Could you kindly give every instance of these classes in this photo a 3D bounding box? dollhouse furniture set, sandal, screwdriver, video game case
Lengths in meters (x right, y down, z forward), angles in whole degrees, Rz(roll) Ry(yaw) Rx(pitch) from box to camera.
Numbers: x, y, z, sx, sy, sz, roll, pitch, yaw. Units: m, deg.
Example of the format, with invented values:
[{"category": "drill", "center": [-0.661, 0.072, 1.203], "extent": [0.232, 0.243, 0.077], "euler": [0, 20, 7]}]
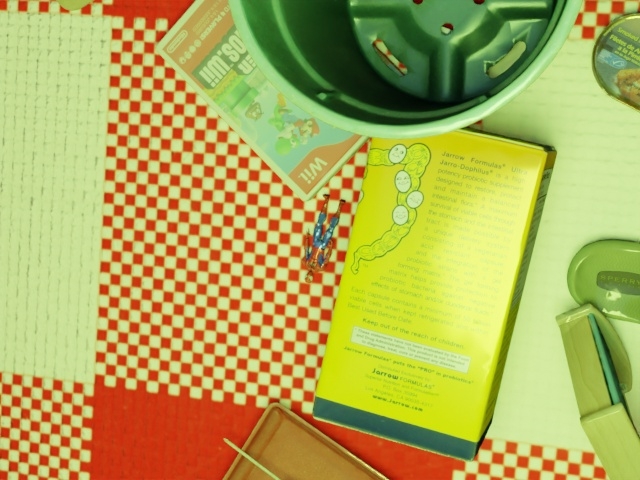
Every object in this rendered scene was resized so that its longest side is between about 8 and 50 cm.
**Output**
[{"category": "dollhouse furniture set", "center": [0.456, 0.170, 1.272], "extent": [0.303, 0.198, 0.286], "euler": [-23, 117, 16]}, {"category": "sandal", "center": [0.437, 0.063, 1.322], "extent": [0.303, 0.086, 0.120], "euler": [2, 96, 12]}, {"category": "screwdriver", "center": [-0.057, 0.302, 1.462], "extent": [0.170, 0.025, 0.024], "euler": [34, 102, 9]}, {"category": "video game case", "center": [-0.048, -0.219, 1.462], "extent": [0.285, 0.025, 0.204], "euler": [46, 104, 7]}]

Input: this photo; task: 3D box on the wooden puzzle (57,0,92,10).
[{"category": "wooden puzzle", "center": [-0.300, -0.455, 1.505], "extent": [0.221, 0.044, 0.238], "euler": [-30, 91, 15]}]

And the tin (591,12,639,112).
[{"category": "tin", "center": [0.407, -0.190, 1.337], "extent": [0.190, 0.040, 0.106], "euler": [31, 106, 10]}]

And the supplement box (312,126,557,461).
[{"category": "supplement box", "center": [0.137, 0.044, 1.348], "extent": [0.195, 0.194, 0.356], "euler": [14, 98, 13]}]

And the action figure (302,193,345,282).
[{"category": "action figure", "center": [0.000, 0.000, 1.468], "extent": [0.038, 0.030, 0.115], "euler": [18, 101, 8]}]

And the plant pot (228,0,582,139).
[{"category": "plant pot", "center": [0.111, -0.273, 1.204], "extent": [0.341, 0.334, 0.341], "euler": [1, 94, 14]}]

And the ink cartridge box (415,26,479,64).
[{"category": "ink cartridge box", "center": [0.161, -0.238, 1.392], "extent": [0.083, 0.048, 0.028], "euler": [24, 102, 11]}]

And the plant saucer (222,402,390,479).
[{"category": "plant saucer", "center": [-0.015, 0.377, 1.493], "extent": [0.258, 0.048, 0.259], "euler": [33, 103, 10]}]
